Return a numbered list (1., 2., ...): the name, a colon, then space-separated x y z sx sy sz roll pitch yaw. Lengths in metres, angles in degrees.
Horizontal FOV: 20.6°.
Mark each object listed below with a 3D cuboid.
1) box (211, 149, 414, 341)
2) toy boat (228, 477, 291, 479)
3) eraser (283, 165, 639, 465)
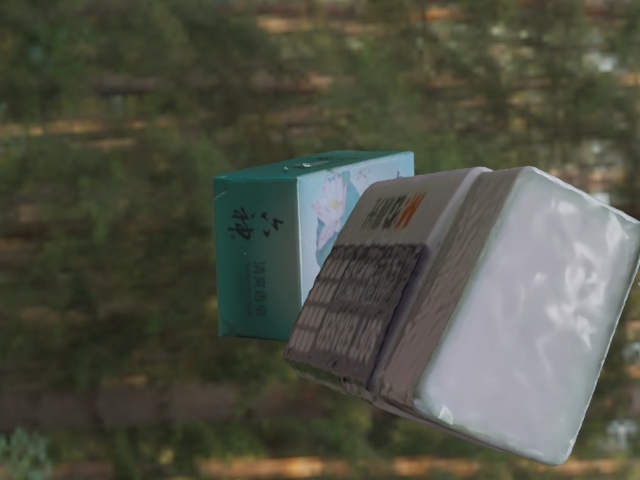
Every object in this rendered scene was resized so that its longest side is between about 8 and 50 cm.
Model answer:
1. box: 0.000 0.000 1.649 0.245 0.092 0.153 -18 107 -60
2. toy boat: -0.144 0.277 1.276 0.136 0.445 0.162 26 -58 43
3. eraser: 0.065 0.034 0.911 0.130 0.086 0.287 -67 -169 -6
